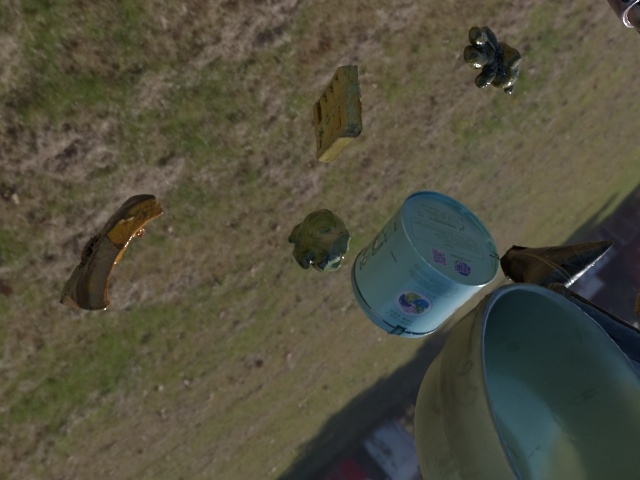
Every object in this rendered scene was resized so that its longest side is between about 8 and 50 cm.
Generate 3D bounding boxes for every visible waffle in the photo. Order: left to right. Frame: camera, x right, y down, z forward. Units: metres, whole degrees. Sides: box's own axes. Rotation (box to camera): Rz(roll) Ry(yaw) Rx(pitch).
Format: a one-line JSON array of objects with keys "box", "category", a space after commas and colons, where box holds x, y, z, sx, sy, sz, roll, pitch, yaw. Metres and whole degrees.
[{"box": [0.040, -0.309, 1.657, 0.057, 0.168, 0.274, 1, 169, -16], "category": "waffle"}]

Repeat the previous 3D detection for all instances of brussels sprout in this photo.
[{"box": [-0.002, 0.000, 1.424, 0.100, 0.139, 0.181, 2, 179, -17], "category": "brussels sprout"}]

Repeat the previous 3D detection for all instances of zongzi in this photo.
[{"box": [0.444, 0.028, 1.271, 0.184, 0.084, 0.187, -40, -159, 8], "category": "zongzi"}]

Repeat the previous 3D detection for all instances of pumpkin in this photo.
[{"box": [-0.424, 0.026, 1.324, 0.258, 0.095, 0.290, -60, -161, -19], "category": "pumpkin"}]

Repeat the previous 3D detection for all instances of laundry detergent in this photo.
[{"box": [0.246, 0.076, 1.680, 0.287, 0.287, 0.305, -25, 160, -44], "category": "laundry detergent"}]

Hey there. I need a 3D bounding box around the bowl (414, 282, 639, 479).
[{"box": [0.210, 0.210, 0.644, 0.307, 0.307, 0.163, -20, 161, -51], "category": "bowl"}]

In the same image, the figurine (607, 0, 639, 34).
[{"box": [0.680, -0.492, 1.323, 0.176, 0.186, 0.287, -41, 156, 22], "category": "figurine"}]

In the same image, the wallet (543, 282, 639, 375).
[{"box": [0.462, 0.194, 0.916, 0.062, 0.405, 0.228, -60, 174, -18], "category": "wallet"}]

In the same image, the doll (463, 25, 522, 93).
[{"box": [0.391, -0.410, 1.483, 0.209, 0.097, 0.137, 3, 86, -52], "category": "doll"}]

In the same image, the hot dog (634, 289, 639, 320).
[{"box": [0.855, 0.150, 1.362, 0.266, 0.387, 0.175, -1, 99, -28], "category": "hot dog"}]
